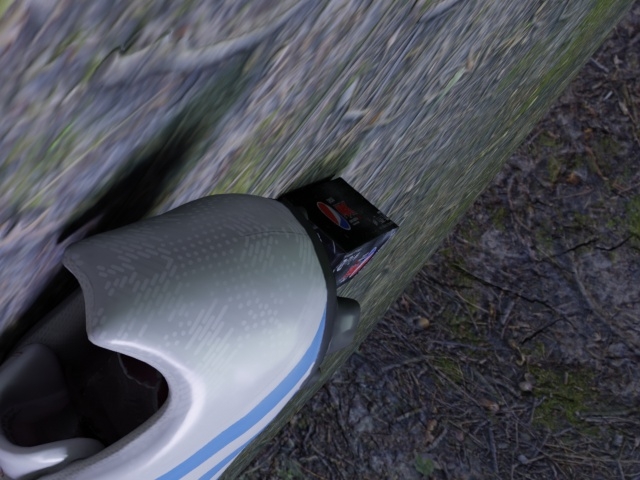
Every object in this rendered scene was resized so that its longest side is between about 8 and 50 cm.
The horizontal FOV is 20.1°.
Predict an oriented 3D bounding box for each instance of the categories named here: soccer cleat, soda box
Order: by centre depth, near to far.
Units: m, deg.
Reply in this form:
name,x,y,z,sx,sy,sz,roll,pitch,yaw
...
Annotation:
name,x,y,z,sx,sy,sz,roll,pitch,yaw
soccer cleat,-0.106,0.097,0.835,0.143,0.116,0.331,-9,144,-35
soda box,0.000,0.000,1.222,0.053,0.060,0.169,-51,174,13
